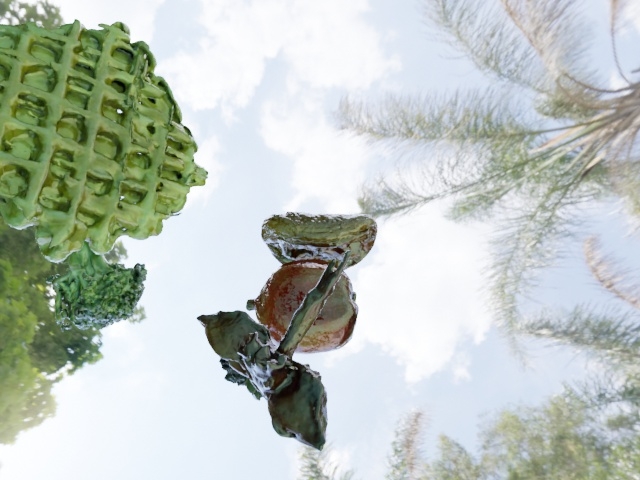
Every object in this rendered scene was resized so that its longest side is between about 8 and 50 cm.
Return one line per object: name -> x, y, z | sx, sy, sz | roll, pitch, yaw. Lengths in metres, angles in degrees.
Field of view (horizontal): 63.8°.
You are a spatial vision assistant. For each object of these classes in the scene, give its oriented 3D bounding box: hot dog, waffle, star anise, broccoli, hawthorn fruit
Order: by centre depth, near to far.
star anise -> -0.018, 0.085, 0.460 | 0.158, 0.140, 0.144 | 42, -103, -5
waffle -> -0.301, -0.139, 0.661 | 0.297, 0.073, 0.317 | -35, -83, -37
hawthorn fruit -> -0.030, 0.116, 0.863 | 0.188, 0.169, 0.169 | -9, -105, 2
hot dog -> 0.000, -0.001, 0.997 | 0.227, 0.160, 0.099 | -5, -117, 3
broccoli -> -0.459, 0.043, 1.015 | 0.177, 0.198, 0.275 | -21, -99, -48

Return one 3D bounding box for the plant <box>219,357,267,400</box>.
plant -> -0.140, 0.269, 1.045 | 0.174, 0.085, 0.087 | 36, -111, 19
